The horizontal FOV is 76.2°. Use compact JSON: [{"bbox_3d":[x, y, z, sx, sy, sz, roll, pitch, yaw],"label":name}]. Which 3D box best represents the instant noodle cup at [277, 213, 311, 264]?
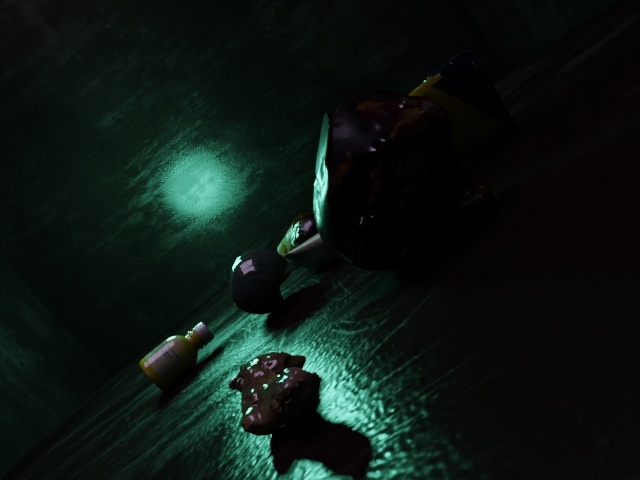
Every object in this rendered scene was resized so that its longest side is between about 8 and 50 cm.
[{"bbox_3d":[-0.077,0.009,1.606,0.168,0.168,0.185,-44,2,-41],"label":"instant noodle cup"}]

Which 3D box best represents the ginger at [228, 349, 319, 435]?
[{"bbox_3d":[-0.067,0.211,0.591,0.122,0.084,0.290,-17,-3,-18],"label":"ginger"}]

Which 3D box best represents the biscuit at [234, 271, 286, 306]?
[{"bbox_3d":[-0.236,0.184,1.656,0.204,0.040,0.309,-42,9,-33],"label":"biscuit"}]

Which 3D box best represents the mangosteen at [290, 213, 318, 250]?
[{"bbox_3d":[-0.011,0.000,1.344,0.173,0.184,0.172,-15,61,30],"label":"mangosteen"}]

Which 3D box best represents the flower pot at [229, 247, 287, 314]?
[{"bbox_3d":[-0.177,0.116,1.183,0.157,0.189,0.243,4,1,-3],"label":"flower pot"}]

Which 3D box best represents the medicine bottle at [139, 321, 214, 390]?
[{"bbox_3d":[-0.434,0.348,1.264,0.212,0.121,0.122,-41,8,-24],"label":"medicine bottle"}]

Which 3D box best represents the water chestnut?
[{"bbox_3d":[0.151,-0.099,0.759,0.335,0.347,0.334,12,-90,-84],"label":"water chestnut"}]

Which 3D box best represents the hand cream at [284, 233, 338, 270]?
[{"bbox_3d":[0.049,-0.005,1.193,0.306,0.147,0.093,-32,52,23],"label":"hand cream"}]

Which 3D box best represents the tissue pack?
[{"bbox_3d":[0.283,-0.280,1.155,0.417,0.264,0.253,-38,8,-3],"label":"tissue pack"}]
